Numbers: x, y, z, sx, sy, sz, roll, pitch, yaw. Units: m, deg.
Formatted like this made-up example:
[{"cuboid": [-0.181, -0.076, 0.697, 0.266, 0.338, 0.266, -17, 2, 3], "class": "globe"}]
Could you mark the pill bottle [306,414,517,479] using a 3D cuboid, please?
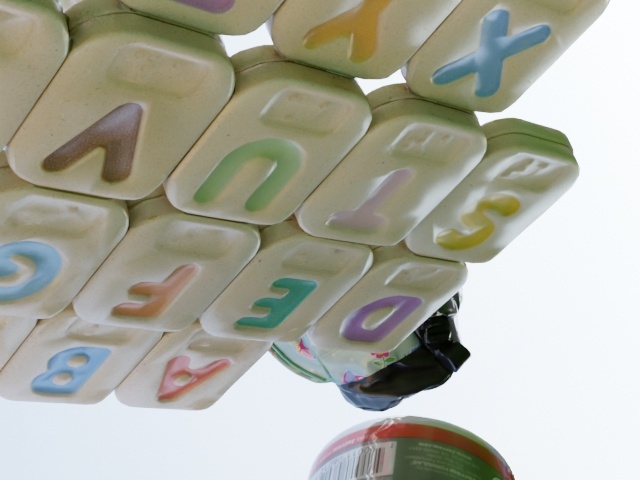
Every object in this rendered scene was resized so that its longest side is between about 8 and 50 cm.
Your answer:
[{"cuboid": [0.067, 0.339, 0.981, 0.210, 0.210, 0.363, 37, -148, -16], "class": "pill bottle"}]

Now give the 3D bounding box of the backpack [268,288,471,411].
[{"cuboid": [0.000, 0.000, 0.672, 0.182, 0.115, 0.152, 52, -168, -14], "class": "backpack"}]

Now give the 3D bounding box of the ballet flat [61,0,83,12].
[{"cuboid": [-0.132, -0.161, 0.493, 0.091, 0.077, 0.241, 3, -133, -40], "class": "ballet flat"}]

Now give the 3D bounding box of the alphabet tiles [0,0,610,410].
[{"cuboid": [-0.039, -0.013, 0.411, 0.284, 0.278, 0.021, 10, -133, -40], "class": "alphabet tiles"}]
